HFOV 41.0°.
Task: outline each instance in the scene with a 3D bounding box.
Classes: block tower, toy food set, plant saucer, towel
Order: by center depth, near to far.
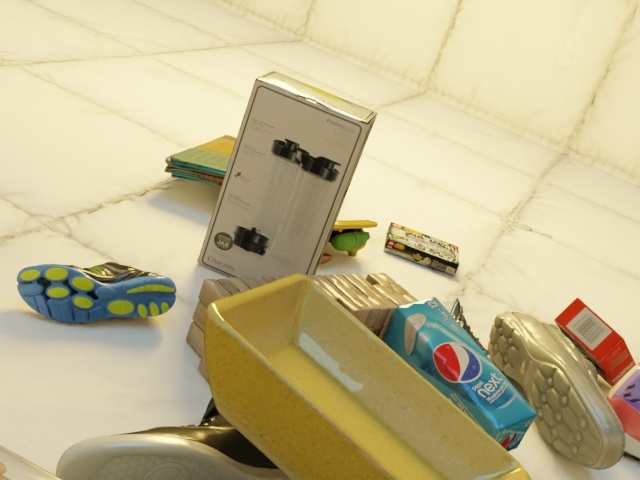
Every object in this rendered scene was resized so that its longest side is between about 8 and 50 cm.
[{"bbox_3d":[0.045,0.177,0.794,0.333,0.081,0.333,42,10,8],"label":"plant saucer"},{"bbox_3d":[-0.012,0.104,1.099,0.336,0.091,0.097,0,29,-42],"label":"block tower"},{"bbox_3d":[0.000,0.000,1.397,0.128,0.071,0.218,8,7,42],"label":"toy food set"},{"bbox_3d":[-0.100,-0.125,1.554,0.272,0.040,0.370,17,15,5],"label":"towel"}]

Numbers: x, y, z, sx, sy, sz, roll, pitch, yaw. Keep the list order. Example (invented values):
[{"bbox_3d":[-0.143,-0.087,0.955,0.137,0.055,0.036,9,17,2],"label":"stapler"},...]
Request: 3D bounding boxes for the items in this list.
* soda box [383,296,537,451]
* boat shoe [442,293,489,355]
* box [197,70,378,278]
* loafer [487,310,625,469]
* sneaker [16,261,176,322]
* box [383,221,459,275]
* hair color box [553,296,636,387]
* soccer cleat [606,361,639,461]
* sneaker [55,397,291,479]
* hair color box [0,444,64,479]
[{"bbox_3d":[0.168,0.169,1.067,0.067,0.071,0.210,-13,47,-31],"label":"soda box"},{"bbox_3d":[0.198,0.145,1.227,0.083,0.065,0.183,23,29,7],"label":"boat shoe"},{"bbox_3d":[-0.048,-0.073,1.213,0.169,0.289,0.087,22,22,6],"label":"box"},{"bbox_3d":[0.333,0.192,1.164,0.112,0.112,0.319,5,25,-14],"label":"loafer"},{"bbox_3d":[-0.270,0.061,1.030,0.188,0.067,0.078,4,6,-31],"label":"sneaker"},{"bbox_3d":[0.185,0.014,1.559,0.137,0.027,0.094,20,21,0],"label":"box"},{"bbox_3d":[0.414,0.156,1.281,0.093,0.053,0.167,48,5,34],"label":"hair color box"},{"bbox_3d":[0.539,0.269,1.153,0.318,0.116,0.108,21,22,2],"label":"soccer cleat"},{"bbox_3d":[-0.110,0.195,0.792,0.296,0.104,0.147,15,20,-34],"label":"sneaker"},{"bbox_3d":[-0.212,0.252,0.550,0.375,0.113,0.185,24,22,11],"label":"hair color box"}]
